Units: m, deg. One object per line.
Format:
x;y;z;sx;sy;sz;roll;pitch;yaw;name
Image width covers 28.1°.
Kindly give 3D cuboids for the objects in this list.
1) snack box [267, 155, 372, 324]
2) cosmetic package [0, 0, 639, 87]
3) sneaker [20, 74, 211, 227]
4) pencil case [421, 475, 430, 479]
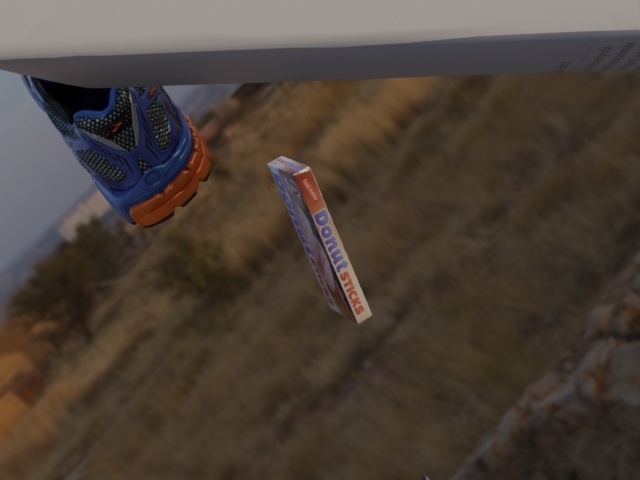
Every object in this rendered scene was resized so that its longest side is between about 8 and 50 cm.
0.000;0.000;1.293;0.022;0.178;0.064;-31;25;-17;snack box
0.059;-0.162;0.490;0.365;0.197;0.155;0;3;8;cosmetic package
-0.137;-0.103;0.758;0.083;0.087;0.221;-39;48;-5;sneaker
0.115;0.455;1.623;0.306;0.133;0.119;-95;28;-44;pencil case
